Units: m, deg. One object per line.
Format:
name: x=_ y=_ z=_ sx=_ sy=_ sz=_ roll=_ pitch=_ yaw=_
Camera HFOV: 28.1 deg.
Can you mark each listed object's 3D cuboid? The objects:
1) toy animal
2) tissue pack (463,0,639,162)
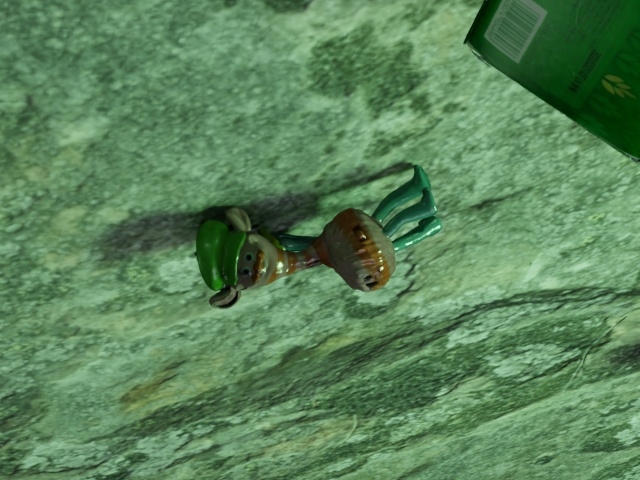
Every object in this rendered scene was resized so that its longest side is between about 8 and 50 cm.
toy animal: x=0.000 y=0.000 z=1.077 sx=0.208 sy=0.100 sz=0.103 roll=-17 pitch=-169 yaw=-3
tissue pack: x=0.213 y=-0.185 z=0.785 sx=0.156 sy=0.148 sz=0.209 roll=-46 pitch=168 yaw=-34
